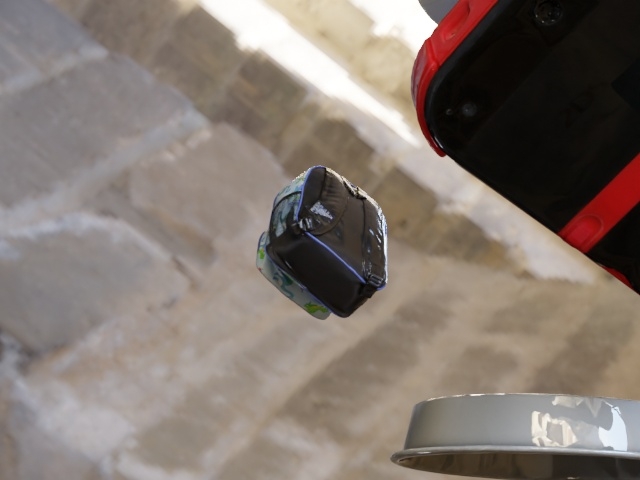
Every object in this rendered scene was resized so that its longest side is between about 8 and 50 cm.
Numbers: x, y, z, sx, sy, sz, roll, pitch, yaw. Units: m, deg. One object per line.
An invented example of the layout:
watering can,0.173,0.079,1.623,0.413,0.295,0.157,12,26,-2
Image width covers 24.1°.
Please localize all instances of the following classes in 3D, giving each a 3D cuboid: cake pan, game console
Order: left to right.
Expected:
cake pan,0.211,0.184,1.375,0.293,0.293,0.054,103,-9,-77
game console,0.291,-0.136,1.074,0.386,0.342,0.060,-48,-162,29

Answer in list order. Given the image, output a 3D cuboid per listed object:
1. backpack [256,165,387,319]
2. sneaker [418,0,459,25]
backpack,0.000,0.000,1.250,0.084,0.105,0.114,-39,-156,31
sneaker,0.201,-0.237,1.263,0.169,0.108,0.292,-16,176,43
